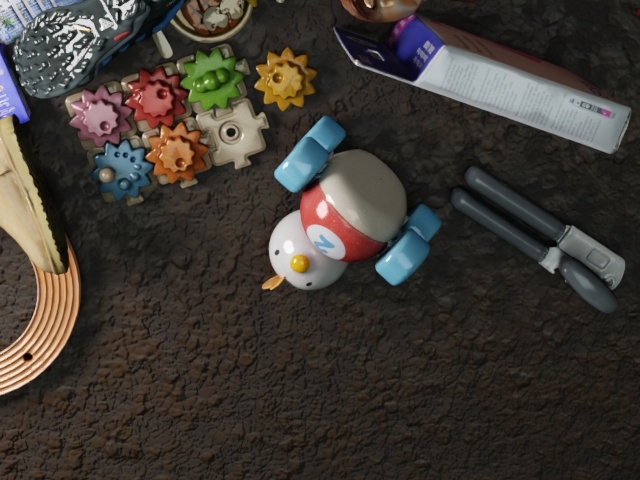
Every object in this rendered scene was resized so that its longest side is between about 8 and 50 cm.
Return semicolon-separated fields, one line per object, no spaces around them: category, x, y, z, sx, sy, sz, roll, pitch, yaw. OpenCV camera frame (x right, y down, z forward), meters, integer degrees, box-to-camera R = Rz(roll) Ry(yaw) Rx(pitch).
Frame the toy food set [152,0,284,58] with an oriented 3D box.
toy food set;-0.151;-0.325;1.888;0.192;0.038;0.132;-27;107;4

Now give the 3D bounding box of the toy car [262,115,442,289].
toy car;0.000;0.000;1.926;0.219;0.210;0.238;42;113;-4

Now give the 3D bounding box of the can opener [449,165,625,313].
can opener;0.310;-0.005;1.997;0.280;0.093;0.074;34;103;-8

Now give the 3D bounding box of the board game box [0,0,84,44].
board game box;-0.370;-0.377;1.846;0.194;0.060;0.194;-27;107;5

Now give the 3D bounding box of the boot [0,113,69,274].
boot;-0.493;-0.028;1.905;0.269;0.089;0.236;-19;100;4

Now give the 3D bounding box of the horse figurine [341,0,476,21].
horse figurine;0.107;-0.352;1.842;0.263;0.066;0.174;-33;106;-29

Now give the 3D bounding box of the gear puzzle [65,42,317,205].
gear puzzle;-0.162;-0.165;1.933;0.339;0.044;0.175;-19;107;2

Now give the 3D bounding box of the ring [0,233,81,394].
ring;-0.501;0.063;1.987;0.336;0.032;0.337;-1;107;-3

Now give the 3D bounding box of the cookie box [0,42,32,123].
cookie box;-0.447;-0.196;1.906;0.092;0.040;0.107;-20;107;2

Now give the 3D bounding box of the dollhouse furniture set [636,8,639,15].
dollhouse furniture set;0.392;-0.355;1.821;0.259;0.262;0.135;11;111;-40

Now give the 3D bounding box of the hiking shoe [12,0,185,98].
hiking shoe;-0.268;-0.271;1.844;0.304;0.132;0.113;-29;80;34

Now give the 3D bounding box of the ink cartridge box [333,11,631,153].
ink cartridge box;0.191;-0.219;1.796;0.330;0.324;0.071;19;104;-10
